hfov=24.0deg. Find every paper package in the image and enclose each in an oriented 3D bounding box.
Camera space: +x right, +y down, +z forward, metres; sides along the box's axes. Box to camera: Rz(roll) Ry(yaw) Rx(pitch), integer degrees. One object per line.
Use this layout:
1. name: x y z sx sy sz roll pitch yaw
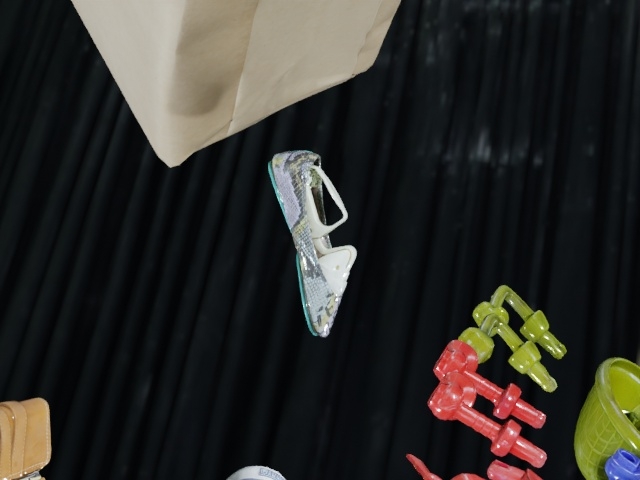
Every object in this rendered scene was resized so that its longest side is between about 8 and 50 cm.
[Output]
1. paper package: -0.085 -0.254 0.868 0.168 0.325 0.309 -26 166 -18

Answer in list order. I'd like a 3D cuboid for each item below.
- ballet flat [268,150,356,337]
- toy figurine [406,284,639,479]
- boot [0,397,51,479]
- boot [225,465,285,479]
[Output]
1. ballet flat: 0.000 0.000 0.902 0.041 0.114 0.041 -14 178 0
2. toy figurine: 0.103 0.195 0.863 0.191 0.362 0.217 30 107 3
3. boot: -0.351 0.191 1.487 0.109 0.220 0.283 32 120 35
4. boot: -0.093 0.264 1.229 0.069 0.086 0.190 28 130 -12
